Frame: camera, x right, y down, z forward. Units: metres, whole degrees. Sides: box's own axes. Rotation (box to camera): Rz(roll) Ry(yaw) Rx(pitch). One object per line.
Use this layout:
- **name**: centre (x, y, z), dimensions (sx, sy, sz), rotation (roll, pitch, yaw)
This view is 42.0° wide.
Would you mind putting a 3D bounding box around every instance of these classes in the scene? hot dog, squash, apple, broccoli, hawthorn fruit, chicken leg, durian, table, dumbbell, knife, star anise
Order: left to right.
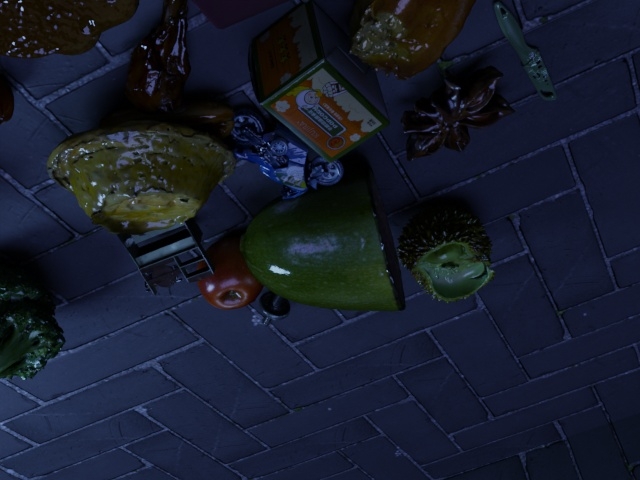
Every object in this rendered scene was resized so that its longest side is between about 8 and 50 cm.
- **hawthorn fruit**: centre (-0.586, -0.229, 1.400), dimensions (0.140, 0.125, 0.125), rotation (26, 128, -39)
- **broccoli**: centre (-0.701, 0.188, 1.776), dimensions (0.308, 0.275, 0.307), rotation (12, 128, 16)
- **hot dog**: centre (-0.281, -0.217, 1.528), dimensions (0.250, 0.068, 0.100), rotation (-8, 153, -1)
- **table**: centre (-0.322, 0.012, 1.753), dimensions (0.146, 0.062, 0.175), rotation (-21, 117, 13)
- **chicken leg**: centre (-0.252, -0.342, 1.382), dimensions (0.113, 0.093, 0.304), rotation (-7, 136, -34)
- **apple**: centre (-0.195, 0.075, 1.839), dimensions (0.164, 0.139, 0.163), rotation (3, 140, 2)
- **dumbbell**: centre (-0.090, 0.120, 1.970), dimensions (0.082, 0.081, 0.254), rotation (8, 136, -22)
- **squash**: centre (-0.006, 0.031, 1.718), dimensions (0.309, 0.310, 0.310), rotation (-15, 141, 7)
- **durian**: centre (0.281, 0.021, 1.866), dimensions (0.200, 0.176, 0.237), rotation (-31, 132, 28)
- **star anise**: centre (0.259, -0.248, 1.606), dimensions (0.220, 0.098, 0.214), rotation (-18, 154, 1)
- **knife**: centre (0.389, -0.351, 1.566), dimensions (0.043, 0.019, 0.293), rotation (-28, 138, 17)

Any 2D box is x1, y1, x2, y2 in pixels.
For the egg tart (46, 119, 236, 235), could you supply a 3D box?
- **egg tart**: centre (-0.318, -0.104, 1.533), dimensions (0.346, 0.132, 0.345), rotation (-9, 163, -3)

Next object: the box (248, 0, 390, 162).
- **box**: centre (-0.004, -0.272, 1.441), dimensions (0.148, 0.177, 0.195), rotation (-31, 137, 23)

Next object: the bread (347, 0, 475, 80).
- **bread**: centre (0.151, -0.387, 1.380), dimensions (0.179, 0.133, 0.250), rotation (11, 137, -30)

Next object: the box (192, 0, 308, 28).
- **box**: centre (-0.146, -0.454, 1.186), dimensions (0.168, 0.193, 0.294), rotation (-22, 140, 21)

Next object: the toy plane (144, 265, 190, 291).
- **toy plane**: centre (-0.359, 0.086, 1.905), dimensions (0.121, 0.031, 0.049), rotation (-22, 145, 17)

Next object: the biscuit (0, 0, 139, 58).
- **biscuit**: centre (-0.434, -0.429, 1.235), dimensions (0.359, 0.074, 0.381), rotation (23, 128, -36)

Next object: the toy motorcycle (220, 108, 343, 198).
- **toy motorcycle**: centre (-0.086, -0.159, 1.611), dimensions (0.254, 0.092, 0.135), rotation (29, 126, -13)
